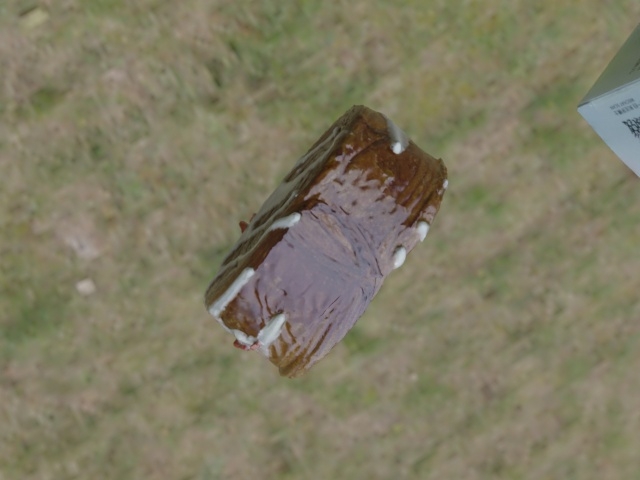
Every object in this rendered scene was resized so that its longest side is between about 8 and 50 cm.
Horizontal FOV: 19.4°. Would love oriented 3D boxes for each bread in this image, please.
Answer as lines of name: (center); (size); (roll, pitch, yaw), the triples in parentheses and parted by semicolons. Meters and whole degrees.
bread: (0.000, 0.000, 1.069); (0.073, 0.160, 0.160); (35, 117, -9)

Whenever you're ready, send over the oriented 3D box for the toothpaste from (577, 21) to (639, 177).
toothpaste: (0.131, -0.084, 0.516); (0.164, 0.034, 0.046); (-52, -166, -26)
